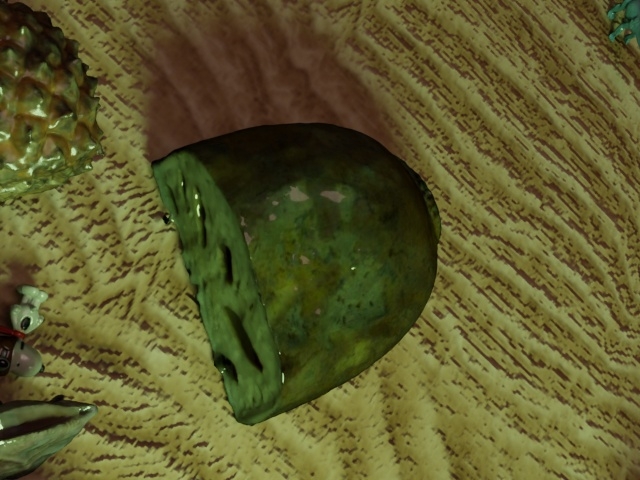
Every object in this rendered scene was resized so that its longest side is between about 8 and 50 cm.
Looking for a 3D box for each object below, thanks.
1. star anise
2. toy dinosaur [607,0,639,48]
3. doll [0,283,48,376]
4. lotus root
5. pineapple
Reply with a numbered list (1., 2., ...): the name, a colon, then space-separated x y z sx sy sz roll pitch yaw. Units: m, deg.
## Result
1. star anise: -0.305 0.155 0.882 0.257 0.110 0.198 -32 78 -32
2. toy dinosaur: 0.402 -0.292 1.464 0.045 0.080 0.197 10 72 -26
3. doll: -0.259 0.078 0.984 0.058 0.040 0.085 10 76 -42
4. lotus root: 0.014 0.008 1.108 0.260 0.149 0.267 -17 89 -33
5. pineapple: -0.268 -0.132 0.969 0.166 0.166 0.193 -16 86 -34
